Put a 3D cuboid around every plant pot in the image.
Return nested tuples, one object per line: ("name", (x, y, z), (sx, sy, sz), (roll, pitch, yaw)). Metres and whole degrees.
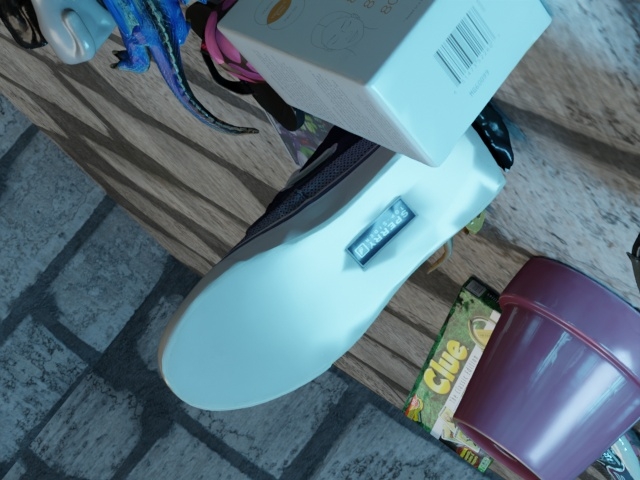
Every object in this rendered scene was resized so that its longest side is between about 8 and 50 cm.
("plant pot", (0.236, 0.146, 1.485), (0.201, 0.180, 0.201), (37, 170, 7))

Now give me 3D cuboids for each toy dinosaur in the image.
("toy dinosaur", (0.118, -0.031, 1.491), (0.211, 0.064, 0.112), (61, 174, -35))

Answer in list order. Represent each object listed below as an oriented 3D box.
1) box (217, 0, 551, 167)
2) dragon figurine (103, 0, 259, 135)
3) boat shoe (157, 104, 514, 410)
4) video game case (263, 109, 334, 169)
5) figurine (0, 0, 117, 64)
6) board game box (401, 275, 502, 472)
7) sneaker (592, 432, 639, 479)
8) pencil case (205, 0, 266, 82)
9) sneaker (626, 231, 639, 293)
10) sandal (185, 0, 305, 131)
("box", (0.040, -0.144, 0.978), (0.170, 0.130, 0.091), (29, 168, 48))
("dragon figurine", (-0.149, -0.211, 1.244), (0.289, 0.085, 0.144), (61, 165, 6))
("boat shoe", (0.000, 0.000, 1.243), (0.127, 0.340, 0.158), (54, 176, -21))
("video game case", (-0.013, -0.123, 1.487), (0.173, 0.022, 0.190), (23, 147, 58))
("figurine", (-0.375, -0.330, 1.857), (0.215, 0.092, 0.209), (25, 160, 53))
("board game box", (0.193, 0.170, 1.828), (0.136, 0.030, 0.260), (37, 138, 17))
("sneaker", (0.290, 0.236, 1.933), (0.299, 0.112, 0.121), (37, 171, 4))
("pencil case", (-0.024, -0.169, 1.249), (0.098, 0.095, 0.209), (20, -179, -23))
("sneaker", (0.244, 0.007, 0.994), (0.078, 0.106, 0.234), (38, 171, 10))
("sandal", (-0.084, -0.171, 1.461), (0.179, 0.040, 0.067), (49, 160, 22))
